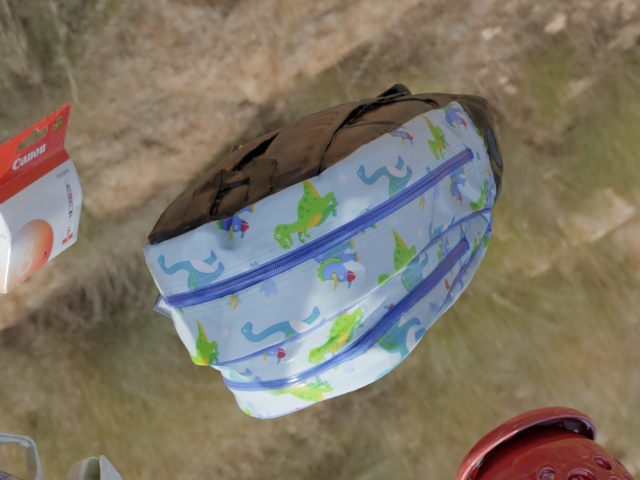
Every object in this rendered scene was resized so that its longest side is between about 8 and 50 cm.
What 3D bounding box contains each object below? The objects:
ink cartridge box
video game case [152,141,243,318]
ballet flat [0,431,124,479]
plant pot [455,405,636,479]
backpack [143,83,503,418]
[{"bbox_3d":[-0.314,-0.048,1.623,0.145,0.045,0.179,-44,157,-53],"label":"ink cartridge box"},{"bbox_3d":[-0.044,0.042,1.744,0.248,0.035,0.275,27,129,-4],"label":"video game case"},{"bbox_3d":[-0.223,0.217,1.185,0.316,0.106,0.107,25,141,-31],"label":"ballet flat"},{"bbox_3d":[0.244,0.288,1.547,0.191,0.174,0.191,-18,141,-15],"label":"plant pot"},{"bbox_3d":[0.000,0.000,1.268,0.290,0.273,0.355,-16,175,19],"label":"backpack"}]
